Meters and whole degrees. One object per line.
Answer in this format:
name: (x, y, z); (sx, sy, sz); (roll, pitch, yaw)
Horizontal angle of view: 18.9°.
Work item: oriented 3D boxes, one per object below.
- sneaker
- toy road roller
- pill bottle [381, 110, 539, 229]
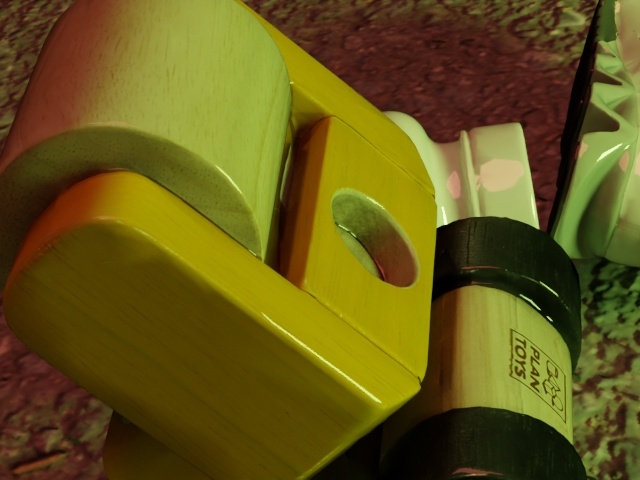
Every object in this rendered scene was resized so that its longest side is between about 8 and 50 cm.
sneaker: (0.225, -0.078, 1.180); (0.146, 0.122, 0.330); (13, 37, 3)
toy road roller: (-0.042, 0.067, 0.879); (0.240, 0.329, 0.202); (-39, 23, 27)
pill bottle: (0.000, 0.000, 1.095); (0.246, 0.136, 0.136); (-9, 35, 5)
